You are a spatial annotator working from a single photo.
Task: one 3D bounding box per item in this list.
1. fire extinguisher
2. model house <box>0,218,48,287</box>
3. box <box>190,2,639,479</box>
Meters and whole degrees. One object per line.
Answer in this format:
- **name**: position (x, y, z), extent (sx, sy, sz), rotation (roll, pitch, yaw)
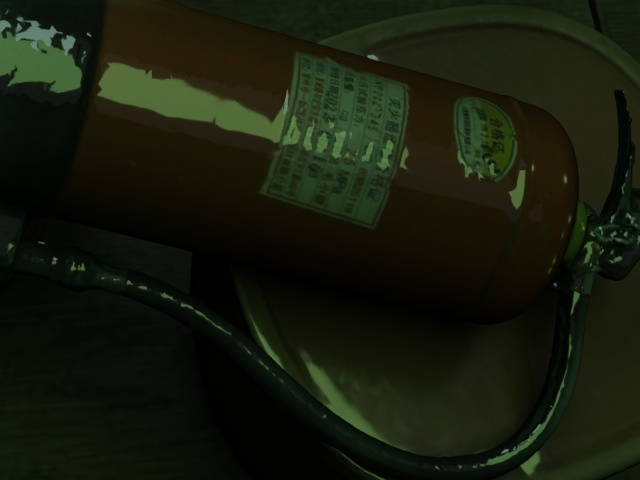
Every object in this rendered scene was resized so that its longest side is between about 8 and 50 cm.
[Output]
- **fire extinguisher**: position (-0.001, -0.006, 0.830), extent (0.376, 0.113, 0.200), rotation (12, 109, -15)
- **model house**: position (-0.232, -0.069, 0.942), extent (0.303, 0.237, 0.215), rotation (-33, 83, -26)
- **box**: position (0.062, 0.036, 0.995), extent (0.301, 0.216, 0.301), rotation (6, 67, -16)
